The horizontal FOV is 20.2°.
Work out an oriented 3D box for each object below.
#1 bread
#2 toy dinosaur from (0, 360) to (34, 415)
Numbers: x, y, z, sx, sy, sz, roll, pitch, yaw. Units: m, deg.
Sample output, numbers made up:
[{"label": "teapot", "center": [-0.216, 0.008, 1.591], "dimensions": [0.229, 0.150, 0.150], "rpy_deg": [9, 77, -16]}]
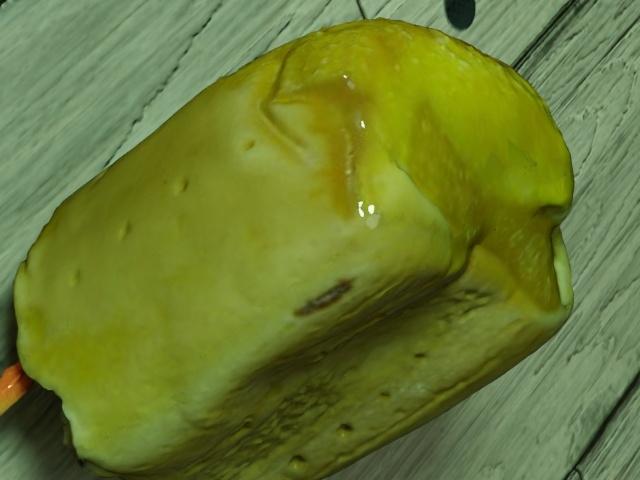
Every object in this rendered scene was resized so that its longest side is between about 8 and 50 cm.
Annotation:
[{"label": "bread", "center": [0.000, 0.000, 1.369], "dimensions": [0.361, 0.394, 0.250], "rpy_deg": [15, 44, -51]}, {"label": "toy dinosaur", "center": [-0.319, 0.145, 1.251], "dimensions": [0.288, 0.070, 0.117], "rpy_deg": [-32, 125, -26]}]
